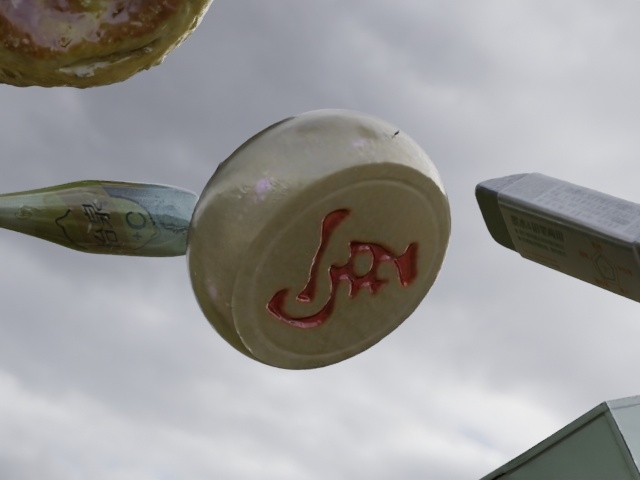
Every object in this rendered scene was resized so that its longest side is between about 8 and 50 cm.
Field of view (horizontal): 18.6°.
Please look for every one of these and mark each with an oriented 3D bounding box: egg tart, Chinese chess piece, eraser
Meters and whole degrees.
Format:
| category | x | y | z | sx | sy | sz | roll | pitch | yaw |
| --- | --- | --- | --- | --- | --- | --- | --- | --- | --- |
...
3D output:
| category | x | y | z | sx | sy | sz | roll | pitch | yaw |
| --- | --- | --- | --- | --- | --- | --- | --- | --- | --- |
| egg tart | -0.317 | -0.399 | 2.377 | 0.443 | 0.443 | 0.178 | 33 | 4 | -17 |
| Chinese chess piece | 0.000 | 0.000 | 1.885 | 0.102 | 0.273 | 0.273 | 47 | 0 | 43 |
| eraser | 0.280 | -0.002 | 2.008 | 0.352 | 0.061 | 0.089 | 25 | -35 | 57 |

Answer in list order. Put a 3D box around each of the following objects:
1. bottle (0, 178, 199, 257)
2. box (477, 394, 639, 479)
| category | x | y | z | sx | sy | sz | roll | pitch | yaw |
| --- | --- | --- | --- | --- | --- | --- | --- | --- | --- |
| bottle | -0.264 | -0.028 | 2.105 | 0.270 | 0.083 | 0.083 | 5 | -10 | -22 |
| box | 0.147 | 0.198 | 1.188 | 0.086 | 0.129 | 0.225 | -4 | -26 | -44 |
